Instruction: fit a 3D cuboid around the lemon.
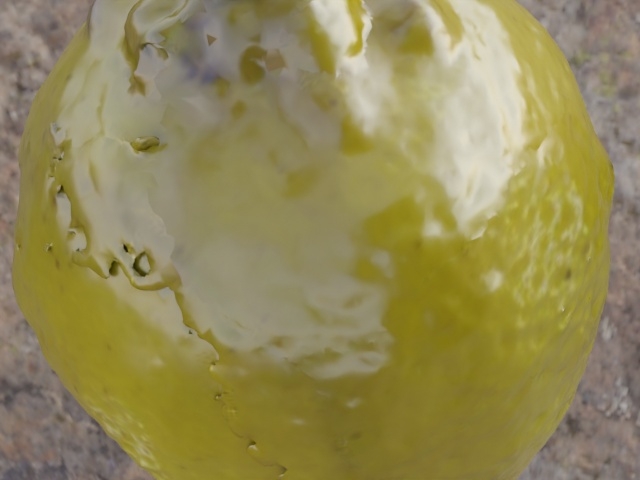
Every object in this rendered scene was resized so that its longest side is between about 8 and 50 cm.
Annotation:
[{"bbox_3d":[0.000,0.000,0.434,0.204,0.260,0.204,-7,51,8],"label":"lemon"}]
